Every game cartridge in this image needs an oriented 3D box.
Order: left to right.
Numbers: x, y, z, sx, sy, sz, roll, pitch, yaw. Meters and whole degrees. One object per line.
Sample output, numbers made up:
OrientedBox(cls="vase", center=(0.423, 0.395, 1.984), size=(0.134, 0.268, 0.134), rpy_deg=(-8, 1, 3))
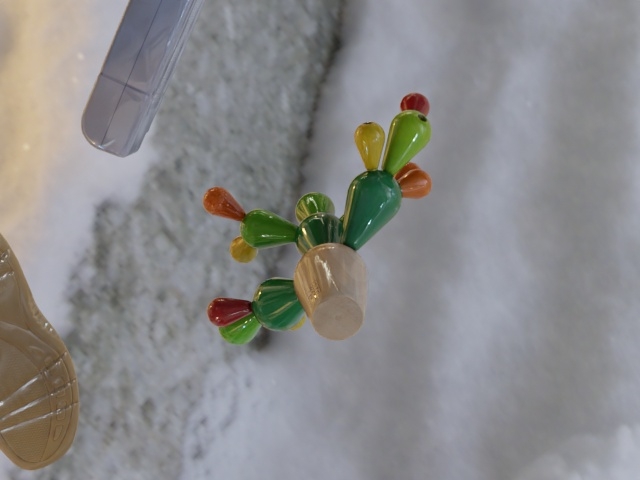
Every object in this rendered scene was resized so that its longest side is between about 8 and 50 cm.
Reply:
OrientedBox(cls="game cartridge", center=(-0.131, -0.216, 1.376), size=(0.196, 0.060, 0.294), rpy_deg=(-133, 67, -81))

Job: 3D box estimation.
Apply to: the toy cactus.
OrientedBox(cls="toy cactus", center=(0.000, 0.000, 1.054), size=(0.219, 0.112, 0.180), rpy_deg=(-38, 24, 13))

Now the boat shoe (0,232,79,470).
OrientedBox(cls="boat shoe", center=(-0.191, 0.056, 0.928), size=(0.063, 0.170, 0.059), rpy_deg=(-24, 28, -22))
